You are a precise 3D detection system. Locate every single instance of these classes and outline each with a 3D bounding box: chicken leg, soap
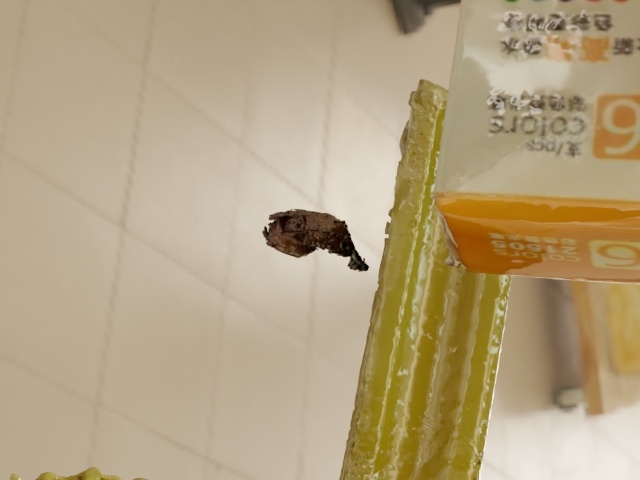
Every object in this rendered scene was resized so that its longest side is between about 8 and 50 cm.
[{"bbox_3d":[-0.001,-0.002,1.105,0.083,0.021,0.036,14,97,-18],"label":"chicken leg"},{"bbox_3d":[0.071,0.073,1.048,0.199,0.091,0.315,92,8,-71],"label":"soap"}]

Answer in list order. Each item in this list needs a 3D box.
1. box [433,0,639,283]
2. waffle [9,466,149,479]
[{"bbox_3d":[0.193,-0.088,0.639,0.091,0.273,0.221,61,37,-64],"label":"box"},{"bbox_3d":[-0.168,0.294,1.391,0.057,0.219,0.229,-82,178,-56],"label":"waffle"}]
